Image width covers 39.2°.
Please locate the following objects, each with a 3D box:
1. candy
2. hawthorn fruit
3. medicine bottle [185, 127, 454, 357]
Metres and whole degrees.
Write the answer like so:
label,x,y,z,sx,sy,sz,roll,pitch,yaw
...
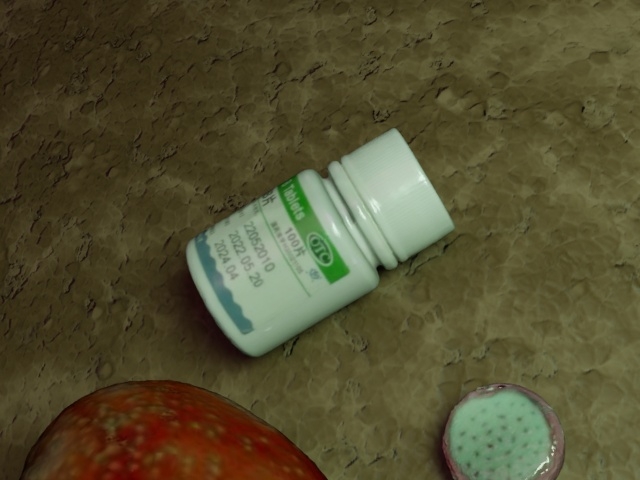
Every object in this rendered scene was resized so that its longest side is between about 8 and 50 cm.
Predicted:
label,x,y,z,sx,sy,sz,roll,pitch,yaw
candy,0.154,0.172,0.758,0.103,0.043,0.103,-12,55,18
hawthorn fruit,-0.077,0.262,0.682,0.369,0.284,0.284,11,67,20
medicine bottle,0.000,0.000,0.868,0.237,0.139,0.139,-31,54,7
